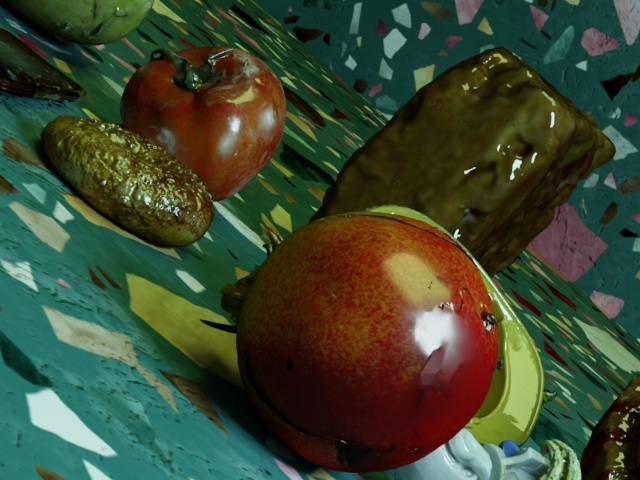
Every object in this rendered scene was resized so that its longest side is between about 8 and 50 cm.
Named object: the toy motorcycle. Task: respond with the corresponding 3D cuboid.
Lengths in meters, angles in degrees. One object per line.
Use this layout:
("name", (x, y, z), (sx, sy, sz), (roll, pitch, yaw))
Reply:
("toy motorcycle", (0.155, 0.235, 1.458), (0.254, 0.112, 0.112), (36, 10, -37))

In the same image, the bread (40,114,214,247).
("bread", (-0.177, -0.062, 1.608), (0.193, 0.064, 0.193), (35, 10, -7))

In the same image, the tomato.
("tomato", (-0.128, -0.122, 1.817), (0.187, 0.151, 0.187), (3, 38, -2))

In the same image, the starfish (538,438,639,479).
("starfish", (0.177, 0.216, 1.318), (0.217, 0.223, 0.050), (-94, 164, -77))

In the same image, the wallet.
("wallet", (-0.318, -0.178, 1.698), (0.122, 0.031, 0.232), (37, 8, 9))

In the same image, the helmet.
("helmet", (0.069, 0.099, 1.567), (0.257, 0.140, 0.205), (46, 41, -18))

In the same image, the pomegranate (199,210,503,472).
("pomegranate", (0.026, 0.072, 1.345), (0.235, 0.210, 0.210), (26, 3, 29))

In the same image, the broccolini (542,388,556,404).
("broccolini", (0.196, 0.153, 2.051), (0.123, 0.062, 0.271), (33, 10, 24))

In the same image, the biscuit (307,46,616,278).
("biscuit", (0.157, -0.052, 1.955), (0.166, 0.342, 0.395), (49, 10, 13))

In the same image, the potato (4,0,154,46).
("potato", (-0.335, -0.386, 2.027), (0.359, 0.219, 0.270), (47, 20, 0))

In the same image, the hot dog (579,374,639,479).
("hot dog", (0.323, 0.264, 1.386), (0.223, 0.185, 0.405), (3, 44, -13))
